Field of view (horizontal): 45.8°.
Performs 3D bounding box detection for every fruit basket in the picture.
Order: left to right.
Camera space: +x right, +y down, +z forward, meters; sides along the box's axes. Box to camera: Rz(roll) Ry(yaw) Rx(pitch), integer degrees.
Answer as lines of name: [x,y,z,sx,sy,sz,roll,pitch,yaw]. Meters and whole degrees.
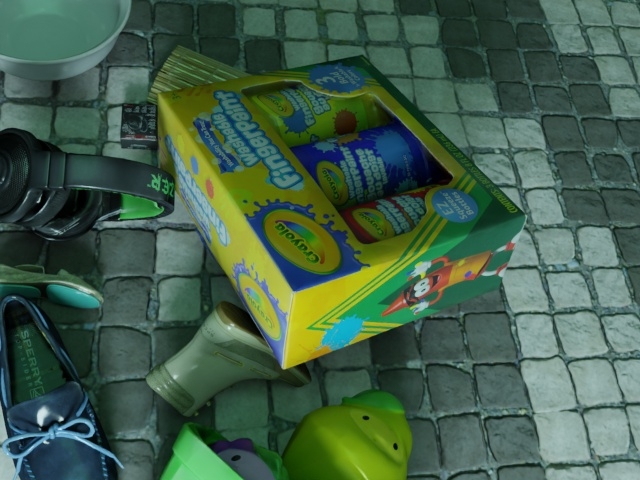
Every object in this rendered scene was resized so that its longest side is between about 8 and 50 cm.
fruit basket: [-0.006,0.339,0.959,0.391,0.283,0.392,0,75,1]

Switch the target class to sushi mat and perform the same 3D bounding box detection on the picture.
sushi mat: [-0.143,-0.245,1.365,0.316,0.019,0.151,22,59,0]

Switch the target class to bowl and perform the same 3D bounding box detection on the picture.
bowl: [-0.474,-0.377,1.300,0.297,0.134,0.298,5,62,-9]

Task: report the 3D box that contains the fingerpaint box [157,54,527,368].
fingerpaint box: [0.010,-0.077,1.125,0.371,0.163,0.445,-16,49,-24]

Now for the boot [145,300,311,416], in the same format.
boot: [-0.127,0.192,1.091,0.165,0.213,0.077,-42,42,8]

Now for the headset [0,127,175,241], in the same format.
headset: [-0.410,-0.047,1.100,0.393,0.243,0.185,2,81,5]

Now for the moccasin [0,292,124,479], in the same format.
moccasin: [-0.374,0.228,1.005,0.137,0.117,0.342,-26,70,-23]

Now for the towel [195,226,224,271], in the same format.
towel: [0.000,0.000,1.205,0.335,0.040,0.243,-20,47,-28]

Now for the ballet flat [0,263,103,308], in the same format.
ballet flat: [-0.404,0.061,1.126,0.168,0.057,0.052,9,51,-8]

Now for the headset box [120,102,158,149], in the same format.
headset box: [-0.309,-0.191,1.293,0.062,0.032,0.083,0,63,-11]
